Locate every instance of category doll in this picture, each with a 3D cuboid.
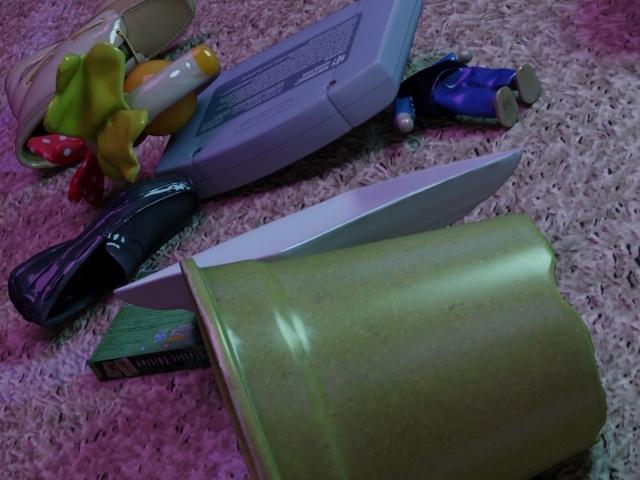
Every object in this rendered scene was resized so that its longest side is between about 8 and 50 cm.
[{"bbox_3d":[0.122,-0.145,1.944,0.189,0.046,0.129,8,45,47],"label":"doll"}]

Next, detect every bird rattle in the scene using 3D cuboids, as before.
[{"bbox_3d":[-0.190,-0.123,2.052,0.207,0.143,0.253,-34,-8,-11],"label":"bird rattle"}]

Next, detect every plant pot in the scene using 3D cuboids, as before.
[{"bbox_3d":[0.060,0.103,1.431,0.254,0.276,0.276,-20,29,-6],"label":"plant pot"}]

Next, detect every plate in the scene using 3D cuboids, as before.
[{"bbox_3d":[0.000,0.000,1.665,0.277,0.045,0.278,-23,5,-33],"label":"plate"}]

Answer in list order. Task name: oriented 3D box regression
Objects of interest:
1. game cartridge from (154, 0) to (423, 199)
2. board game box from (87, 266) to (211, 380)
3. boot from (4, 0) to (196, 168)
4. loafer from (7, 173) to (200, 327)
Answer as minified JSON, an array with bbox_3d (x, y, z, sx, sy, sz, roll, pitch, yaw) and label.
[{"bbox_3d":[-0.033,-0.147,2.037,0.297,0.062,0.198,-24,32,30],"label":"game cartridge"},{"bbox_3d":[-0.084,0.063,1.823,0.260,0.030,0.136,-9,37,32],"label":"board game box"},{"bbox_3d":[-0.252,-0.195,2.302,0.262,0.095,0.203,-29,29,5],"label":"boot"},{"bbox_3d":[-0.208,0.014,1.970,0.223,0.076,0.078,-35,48,-17],"label":"loafer"}]
